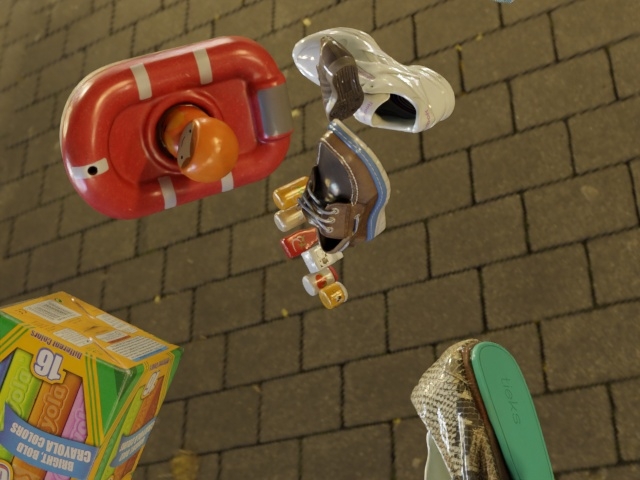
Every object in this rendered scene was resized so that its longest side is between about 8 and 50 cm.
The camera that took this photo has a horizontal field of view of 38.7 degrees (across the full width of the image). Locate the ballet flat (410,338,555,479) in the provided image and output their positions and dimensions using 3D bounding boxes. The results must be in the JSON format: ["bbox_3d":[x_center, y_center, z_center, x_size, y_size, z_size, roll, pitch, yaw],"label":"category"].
[{"bbox_3d":[0.226,0.348,1.069,0.182,0.164,0.483,-47,46,31],"label":"ballet flat"}]

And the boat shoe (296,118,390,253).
[{"bbox_3d":[0.018,-0.034,0.794,0.066,0.183,0.066,-39,64,-11],"label":"boat shoe"}]

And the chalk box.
[{"bbox_3d":[-0.312,0.231,1.052,0.179,0.180,0.289,23,97,8],"label":"chalk box"}]

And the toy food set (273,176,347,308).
[{"bbox_3d":[0.000,0.000,1.644,0.104,0.232,0.111,-28,2,-23],"label":"toy food set"}]

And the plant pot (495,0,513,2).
[{"bbox_3d":[0.162,-0.469,1.235,0.196,0.293,0.293,-1,63,2],"label":"plant pot"}]

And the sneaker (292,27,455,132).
[{"bbox_3d":[0.076,-0.275,1.573,0.305,0.114,0.152,25,39,18],"label":"sneaker"}]

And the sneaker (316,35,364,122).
[{"bbox_3d":[0.028,-0.258,1.460,0.066,0.188,0.071,-23,71,-9],"label":"sneaker"}]

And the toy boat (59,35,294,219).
[{"bbox_3d":[-0.124,-0.097,0.859,0.231,0.151,0.151,-19,27,-17],"label":"toy boat"}]
